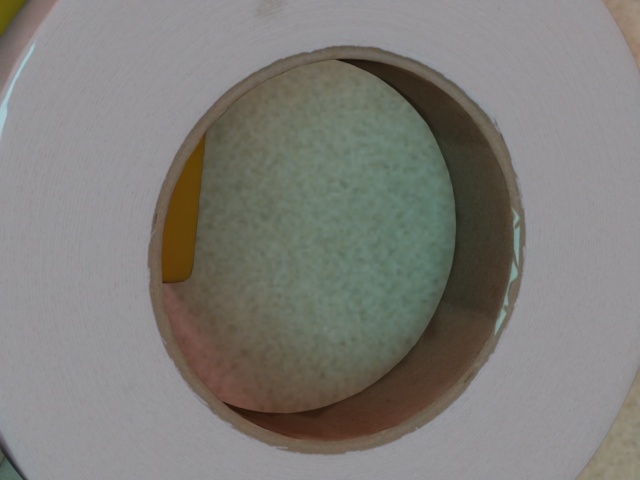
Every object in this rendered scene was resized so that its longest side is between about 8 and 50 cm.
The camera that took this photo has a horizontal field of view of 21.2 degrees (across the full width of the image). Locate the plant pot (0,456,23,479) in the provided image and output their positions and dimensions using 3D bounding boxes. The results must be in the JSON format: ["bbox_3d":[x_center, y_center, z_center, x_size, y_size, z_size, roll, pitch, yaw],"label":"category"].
[{"bbox_3d":[-0.123,0.123,0.967,0.109,0.109,0.096,14,86,-1],"label":"plant pot"}]

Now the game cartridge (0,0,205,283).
[{"bbox_3d":[-0.184,-0.112,0.855,0.053,0.324,0.285,12,100,41],"label":"game cartridge"}]

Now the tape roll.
[{"bbox_3d":[0.000,0.000,0.885,0.392,0.072,0.392,-3,98,-23],"label":"tape roll"}]
